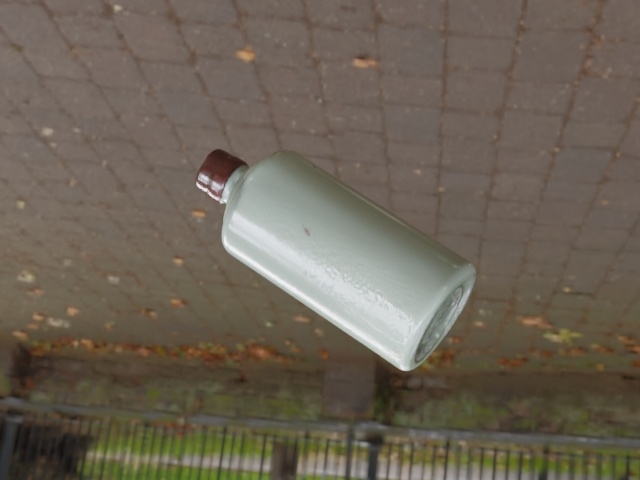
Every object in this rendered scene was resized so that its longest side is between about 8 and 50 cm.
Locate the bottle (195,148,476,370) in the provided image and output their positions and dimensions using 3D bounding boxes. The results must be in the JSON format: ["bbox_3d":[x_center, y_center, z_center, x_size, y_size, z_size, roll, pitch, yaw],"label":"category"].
[{"bbox_3d":[0.000,0.000,0.820,0.245,0.104,0.104,34,172,19],"label":"bottle"}]
